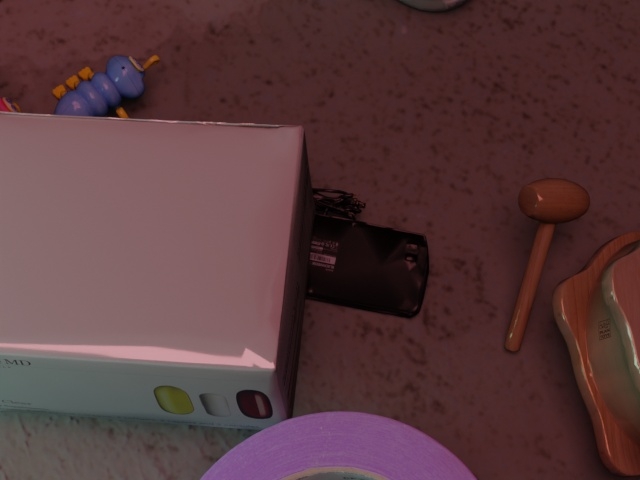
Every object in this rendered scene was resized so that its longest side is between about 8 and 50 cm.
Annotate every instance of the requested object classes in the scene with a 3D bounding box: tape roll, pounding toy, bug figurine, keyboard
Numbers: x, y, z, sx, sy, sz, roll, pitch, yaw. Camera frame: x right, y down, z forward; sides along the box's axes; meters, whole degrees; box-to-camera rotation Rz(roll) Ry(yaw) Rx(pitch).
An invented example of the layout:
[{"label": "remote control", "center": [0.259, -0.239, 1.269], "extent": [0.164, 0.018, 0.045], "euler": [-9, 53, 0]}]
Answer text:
[{"label": "tape roll", "center": [0.017, 0.271, 1.161], "extent": [0.275, 0.090, 0.274], "euler": [-7, 66, 16]}, {"label": "pounding toy", "center": [0.257, 0.072, 1.273], "extent": [0.154, 0.155, 0.269], "euler": [-12, 81, -33]}, {"label": "bug figurine", "center": [-0.287, -0.165, 1.345], "extent": [0.216, 0.072, 0.279], "euler": [-39, 77, -11]}, {"label": "keyboard", "center": [0.000, 0.000, 1.321], "extent": [0.192, 0.038, 0.100], "euler": [12, 96, 3]}]

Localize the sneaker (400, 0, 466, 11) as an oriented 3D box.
[{"label": "sneaker", "center": [0.003, -0.356, 1.363], "extent": [0.366, 0.150, 0.135], "euler": [35, 75, 10]}]

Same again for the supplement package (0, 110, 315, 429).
[{"label": "supplement package", "center": [-0.146, 0.025, 1.206], "extent": [0.262, 0.145, 0.204], "euler": [3, 65, 5]}]
